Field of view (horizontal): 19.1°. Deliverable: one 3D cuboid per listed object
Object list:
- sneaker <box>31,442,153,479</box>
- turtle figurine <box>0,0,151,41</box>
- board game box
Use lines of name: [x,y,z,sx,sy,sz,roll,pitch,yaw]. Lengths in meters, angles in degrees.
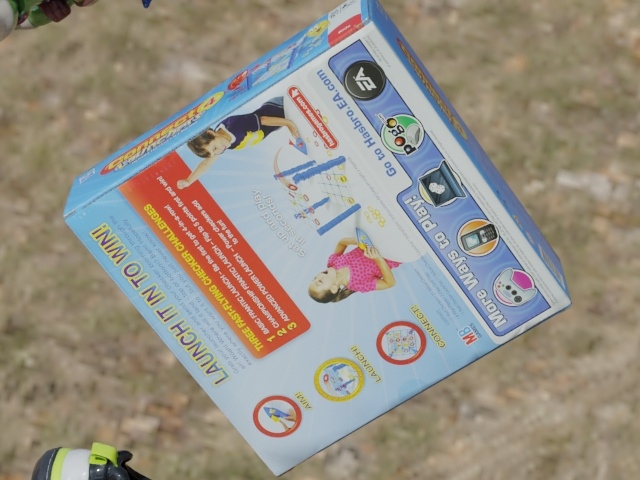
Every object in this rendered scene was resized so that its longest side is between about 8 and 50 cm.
sneaker: [-0.149,0.248,1.533,0.097,0.234,0.084,-11,45,16]
turtle figurine: [-0.291,-0.276,1.727,0.274,0.198,0.266,47,28,-1]
board game box: [0.000,0.000,1.590,0.308,0.302,0.086,53,15,-21]
